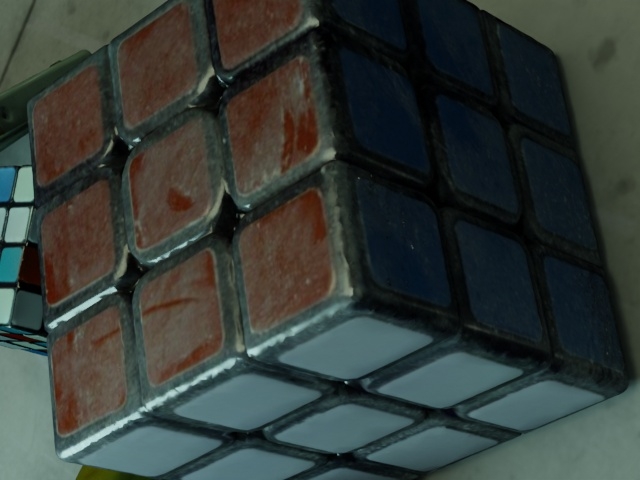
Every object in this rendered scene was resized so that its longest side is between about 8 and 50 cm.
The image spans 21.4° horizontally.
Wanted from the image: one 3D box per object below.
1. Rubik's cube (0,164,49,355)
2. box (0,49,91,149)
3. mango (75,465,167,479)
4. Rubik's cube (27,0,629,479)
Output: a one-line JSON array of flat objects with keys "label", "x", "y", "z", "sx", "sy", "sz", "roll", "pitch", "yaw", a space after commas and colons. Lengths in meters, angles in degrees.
[{"label": "Rubik's cube", "x": -0.259, "y": 0.022, "z": 1.583, "sx": 0.154, "sy": 0.151, "sz": 0.155, "roll": -2, "pitch": 75, "yaw": 46}, {"label": "box", "x": -0.358, "y": -0.097, "z": 1.707, "sx": 0.270, "sy": 0.211, "sz": 0.045, "roll": -28, "pitch": 98, "yaw": 38}, {"label": "mango", "x": -0.152, "y": 0.200, "z": 1.398, "sx": 0.137, "sy": 0.091, "sz": 0.237, "roll": -34, "pitch": 16, "yaw": 50}, {"label": "Rubik's cube", "x": 0.000, "y": 0.000, "z": 1.228, "sx": 0.304, "sy": 0.301, "sz": 0.305, "roll": -27, "pitch": 58, "yaw": 35}]
